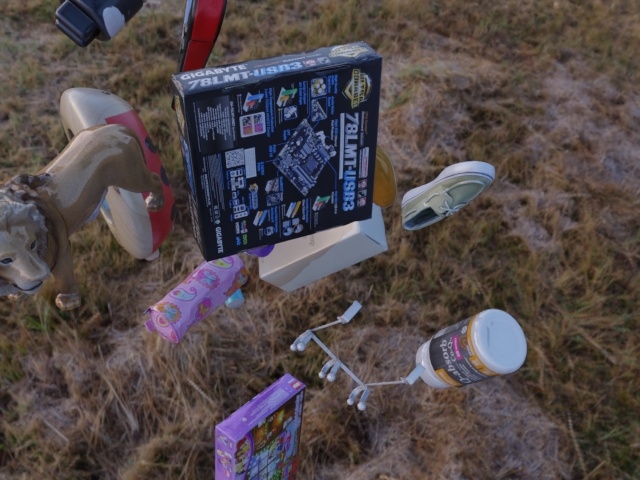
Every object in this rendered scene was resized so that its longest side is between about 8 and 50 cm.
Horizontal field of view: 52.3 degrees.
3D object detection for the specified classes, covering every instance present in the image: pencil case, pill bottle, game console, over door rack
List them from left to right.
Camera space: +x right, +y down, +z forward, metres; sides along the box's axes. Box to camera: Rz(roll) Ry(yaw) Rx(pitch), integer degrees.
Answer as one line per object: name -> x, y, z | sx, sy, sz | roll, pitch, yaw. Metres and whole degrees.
pencil case -> -0.315, 0.140, 1.671 | 0.124, 0.124, 0.284 | 34, 54, 18
game console -> -0.228, -0.482, 1.233 | 0.060, 0.342, 0.386 | 11, 71, -20
over door rack -> 0.070, 0.304, 1.642 | 0.239, 0.324, 0.108 | 45, 56, -4
pill bottle -> 0.374, 0.286, 1.660 | 0.162, 0.278, 0.162 | 12, 62, -24

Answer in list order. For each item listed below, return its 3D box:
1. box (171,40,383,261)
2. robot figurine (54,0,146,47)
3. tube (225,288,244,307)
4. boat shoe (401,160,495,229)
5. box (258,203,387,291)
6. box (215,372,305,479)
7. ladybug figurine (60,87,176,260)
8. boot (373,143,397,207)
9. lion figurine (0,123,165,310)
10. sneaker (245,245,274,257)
box -> -0.056, -0.129, 0.981 | 0.293, 0.295, 0.073 | -17, 43, -19
robot figurine -> -0.574, -0.645, 1.719 | 0.209, 0.173, 0.278 | 25, 70, 35
tube -> -0.276, 0.093, 1.864 | 0.052, 0.080, 0.207 | -5, 58, -36
boat shoe -> 0.310, -0.101, 1.599 | 0.109, 0.302, 0.094 | 20, 64, -24
box -> 0.000, 0.000, 1.616 | 0.121, 0.311, 0.148 | 30, 43, -45
box -> -0.123, 0.438, 1.323 | 0.057, 0.293, 0.201 | 27, 37, 31
ladybug figurine -> -0.481, -0.167, 1.596 | 0.162, 0.449, 0.305 | -26, 16, -23
boot -> 0.031, -0.155, 1.264 | 0.211, 0.104, 0.295 | -44, 113, -45
lion figurine -> -0.333, -0.057, 0.867 | 0.142, 0.240, 0.392 | 15, 47, 5
sneaker -> -0.106, -0.033, 1.307 | 0.104, 0.236, 0.095 | 27, 58, 16
